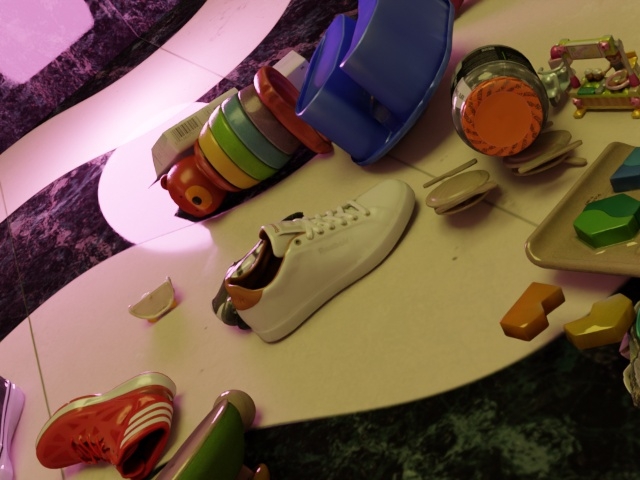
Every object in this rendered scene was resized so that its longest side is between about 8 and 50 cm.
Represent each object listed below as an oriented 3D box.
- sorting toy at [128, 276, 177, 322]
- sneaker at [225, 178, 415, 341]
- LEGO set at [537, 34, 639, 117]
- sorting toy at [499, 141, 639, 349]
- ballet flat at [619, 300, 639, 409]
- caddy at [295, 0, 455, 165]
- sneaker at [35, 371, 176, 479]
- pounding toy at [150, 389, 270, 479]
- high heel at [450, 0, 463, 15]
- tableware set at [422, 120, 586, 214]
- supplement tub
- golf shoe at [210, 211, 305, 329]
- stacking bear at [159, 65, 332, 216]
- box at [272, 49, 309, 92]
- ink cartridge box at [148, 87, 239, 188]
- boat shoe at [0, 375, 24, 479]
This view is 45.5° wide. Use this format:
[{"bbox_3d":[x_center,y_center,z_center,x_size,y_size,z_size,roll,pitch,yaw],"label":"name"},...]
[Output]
[{"bbox_3d":[-0.269,0.090,1.250,0.083,0.045,0.075,-37,24,4],"label":"sorting toy"},{"bbox_3d":[0.000,0.000,1.007,0.290,0.123,0.106,-43,29,-8],"label":"sneaker"},{"bbox_3d":[0.392,-0.233,0.910,0.287,0.107,0.132,-12,41,37],"label":"LEGO set"},{"bbox_3d":[0.313,-0.011,0.726,0.307,0.041,0.229,-43,31,-26],"label":"sorting toy"},{"bbox_3d":[0.281,0.101,0.668,0.041,0.041,0.114,-19,36,30],"label":"ballet flat"},{"bbox_3d":[0.102,-0.271,1.202,0.241,0.179,0.341,-43,23,40],"label":"caddy"},{"bbox_3d":[-0.291,0.268,1.001,0.221,0.087,0.128,-33,30,11],"label":"sneaker"},{"bbox_3d":[-0.116,0.271,0.825,0.183,0.110,0.237,-51,2,1],"label":"pounding toy"},{"bbox_3d":[0.229,-0.466,1.368,0.244,0.117,0.082,-29,33,16],"label":"high heel"},{"bbox_3d":[0.225,-0.078,0.951,0.194,0.039,0.128,-27,18,9],"label":"tableware set"},{"bbox_3d":[0.223,-0.177,0.964,0.117,0.117,0.190,-27,16,19],"label":"supplement tub"},{"bbox_3d":[-0.090,0.034,1.100,0.094,0.077,0.198,7,53,50],"label":"golf shoe"},{"bbox_3d":[-0.150,-0.154,1.337,0.289,0.175,0.164,-38,32,15],"label":"stacking bear"},{"bbox_3d":[-0.050,-0.283,1.438,0.102,0.101,0.087,-40,31,1],"label":"box"},{"bbox_3d":[-0.255,-0.197,1.486,0.181,0.056,0.224,-40,9,-30],"label":"ink cartridge box"},{"bbox_3d":[-0.547,0.320,1.165,0.121,0.119,0.335,-35,31,6],"label":"boat shoe"}]
